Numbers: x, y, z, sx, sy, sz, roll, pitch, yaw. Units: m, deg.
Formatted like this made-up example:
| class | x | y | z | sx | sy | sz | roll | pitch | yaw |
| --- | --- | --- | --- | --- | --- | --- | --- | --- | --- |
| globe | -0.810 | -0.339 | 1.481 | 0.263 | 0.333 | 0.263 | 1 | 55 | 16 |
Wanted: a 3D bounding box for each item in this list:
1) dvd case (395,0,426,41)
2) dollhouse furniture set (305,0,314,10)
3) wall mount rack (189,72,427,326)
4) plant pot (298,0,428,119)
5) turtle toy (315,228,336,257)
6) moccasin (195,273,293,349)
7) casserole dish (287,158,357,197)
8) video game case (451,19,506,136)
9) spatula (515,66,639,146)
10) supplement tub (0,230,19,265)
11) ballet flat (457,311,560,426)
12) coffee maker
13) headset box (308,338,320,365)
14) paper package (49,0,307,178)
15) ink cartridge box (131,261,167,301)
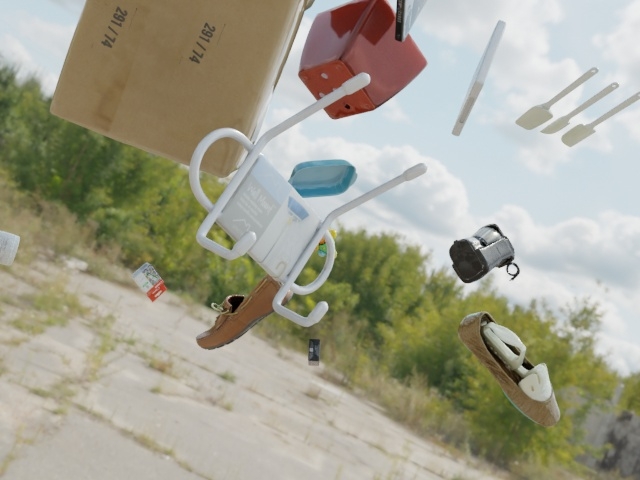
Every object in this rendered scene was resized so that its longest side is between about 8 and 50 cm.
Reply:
| class | x | y | z | sx | sy | sz | roll | pitch | yaw |
| --- | --- | --- | --- | --- | --- | --- | --- | --- | --- |
| dvd case | 0.242 | -0.658 | 1.966 | 0.029 | 0.179 | 0.239 | 23 | -25 | 15 |
| dollhouse furniture set | -0.054 | -0.605 | 1.274 | 0.286 | 0.303 | 0.198 | 32 | 31 | -6 |
| wall mount rack | -0.010 | -0.058 | 1.076 | 0.130 | 0.304 | 0.350 | 21 | -18 | 40 |
| plant pot | 0.093 | -0.496 | 2.158 | 0.267 | 0.236 | 0.267 | -4 | -44 | 47 |
| turtle toy | 0.000 | 0.000 | 2.298 | 0.066 | 0.095 | 0.130 | -14 | 30 | -23 |
| moccasin | -0.267 | 0.226 | 2.474 | 0.147 | 0.380 | 0.139 | 50 | 27 | -7 |
| casserole dish | 0.000 | -0.156 | 1.878 | 0.188 | 0.037 | 0.114 | -5 | -36 | -23 |
| video game case | 0.353 | -0.359 | 1.700 | 0.023 | 0.201 | 0.183 | 22 | -30 | 4 |
| spatula | 0.555 | -0.281 | 1.643 | 0.168 | 0.019 | 0.242 | 23 | -27 | -16 |
| supplement tub | -0.709 | 0.008 | 1.635 | 0.107 | 0.071 | 0.071 | 19 | -2 | -28 |
| ballet flat | 0.488 | 0.311 | 1.908 | 0.342 | 0.116 | 0.124 | 51 | -37 | 16 |
| coffee maker | 0.464 | 0.050 | 2.131 | 0.171 | 0.120 | 0.178 | 40 | 37 | 21 |
| headset box | -0.017 | 0.311 | 2.110 | 0.032 | 0.062 | 0.083 | 3 | -20 | 2 |
| paper package | -0.211 | -0.298 | 1.182 | 0.309 | 0.325 | 0.168 | 21 | 12 | -2 |
| ink cartridge box | -0.497 | 0.127 | 2.240 | 0.029 | 0.063 | 0.115 | 19 | -33 | 50 |
